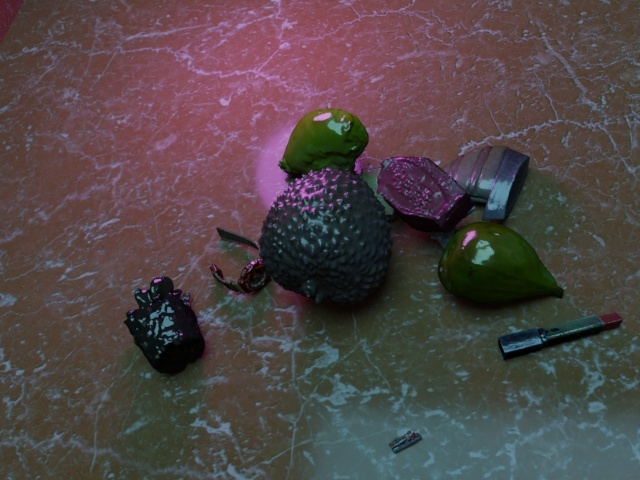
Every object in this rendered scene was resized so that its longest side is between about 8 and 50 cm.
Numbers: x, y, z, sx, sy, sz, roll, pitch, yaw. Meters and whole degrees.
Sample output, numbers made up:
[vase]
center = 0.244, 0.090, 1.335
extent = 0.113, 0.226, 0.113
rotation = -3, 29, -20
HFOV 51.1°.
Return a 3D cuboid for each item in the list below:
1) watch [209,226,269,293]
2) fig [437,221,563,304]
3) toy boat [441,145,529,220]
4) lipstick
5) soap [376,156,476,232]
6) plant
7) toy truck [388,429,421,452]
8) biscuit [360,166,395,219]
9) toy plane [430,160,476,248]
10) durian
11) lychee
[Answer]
[watch]
center = -0.271, 0.064, 2.097
extent = 0.268, 0.102, 0.164
rotation = 22, 66, 36
[fig]
center = 0.484, 0.061, 1.823
extent = 0.314, 0.233, 0.233
rotation = 0, 52, -17
[toy boat]
center = 0.491, -0.198, 2.033
extent = 0.294, 0.111, 0.276
rotation = 31, 71, 35
[lipstick]
center = 0.620, 0.240, 1.733
extent = 0.312, 0.051, 0.051
rotation = -15, 53, 3
[soap]
center = 0.280, -0.139, 1.920
extent = 0.182, 0.112, 0.289
rotation = -44, 54, 3
[plant]
center = -0.462, 0.238, 1.964
extent = 0.199, 0.188, 0.276
rotation = -31, 54, -7
[toy truck]
center = 0.213, 0.502, 1.688
extent = 0.083, 0.024, 0.032
rotation = -31, 76, -3
[biscuit]
center = 0.184, -0.149, 2.130
extent = 0.121, 0.040, 0.199
rotation = -3, 55, 17
[toy plane]
center = 0.356, -0.109, 1.971
extent = 0.182, 0.107, 0.273
rotation = -1, 84, 38
[durian]
center = 0.020, -0.308, 2.164
extent = 0.256, 0.339, 0.204
rotation = 37, 51, 9
[lychee]
center = 0.022, -0.007, 1.883
extent = 0.381, 0.380, 0.432
rotation = 1, 49, 17
